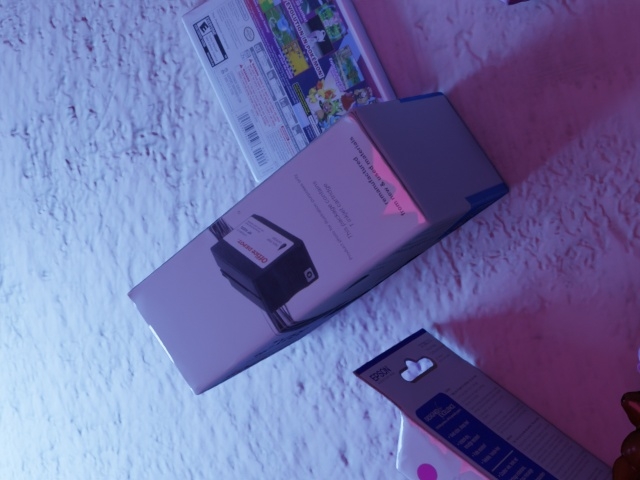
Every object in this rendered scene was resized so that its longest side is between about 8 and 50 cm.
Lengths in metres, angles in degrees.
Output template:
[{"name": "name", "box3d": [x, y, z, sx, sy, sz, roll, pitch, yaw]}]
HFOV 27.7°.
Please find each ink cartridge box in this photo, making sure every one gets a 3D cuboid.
[{"name": "ink cartridge box", "box3d": [0.198, 0.232, 1.236, 0.371, 0.176, 0.069, 39, 115, 15]}, {"name": "ink cartridge box", "box3d": [0.000, 0.000, 1.264, 0.307, 0.223, 0.129, -37, 83, 27]}]

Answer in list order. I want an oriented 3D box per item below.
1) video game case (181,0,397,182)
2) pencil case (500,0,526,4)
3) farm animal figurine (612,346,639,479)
[{"name": "video game case", "box3d": [-0.034, -0.187, 1.359, 0.183, 0.023, 0.201, -26, 87, 28]}, {"name": "pencil case", "box3d": [0.105, -0.329, 1.208, 0.284, 0.124, 0.124, 36, 113, 17]}, {"name": "farm animal figurine", "box3d": [0.415, 0.143, 1.105, 0.327, 0.172, 0.330, 31, 138, 7]}]
